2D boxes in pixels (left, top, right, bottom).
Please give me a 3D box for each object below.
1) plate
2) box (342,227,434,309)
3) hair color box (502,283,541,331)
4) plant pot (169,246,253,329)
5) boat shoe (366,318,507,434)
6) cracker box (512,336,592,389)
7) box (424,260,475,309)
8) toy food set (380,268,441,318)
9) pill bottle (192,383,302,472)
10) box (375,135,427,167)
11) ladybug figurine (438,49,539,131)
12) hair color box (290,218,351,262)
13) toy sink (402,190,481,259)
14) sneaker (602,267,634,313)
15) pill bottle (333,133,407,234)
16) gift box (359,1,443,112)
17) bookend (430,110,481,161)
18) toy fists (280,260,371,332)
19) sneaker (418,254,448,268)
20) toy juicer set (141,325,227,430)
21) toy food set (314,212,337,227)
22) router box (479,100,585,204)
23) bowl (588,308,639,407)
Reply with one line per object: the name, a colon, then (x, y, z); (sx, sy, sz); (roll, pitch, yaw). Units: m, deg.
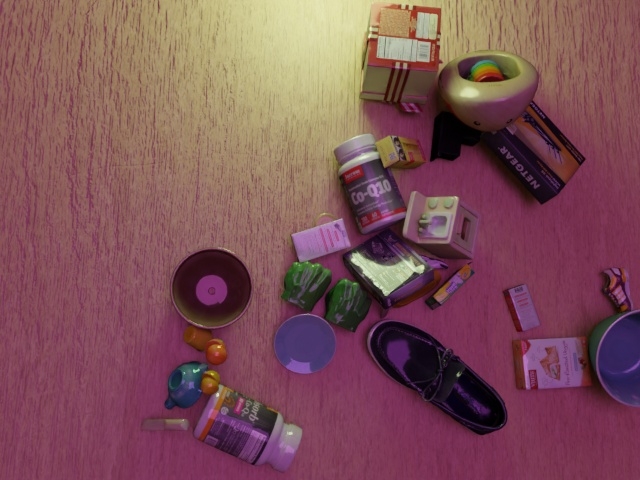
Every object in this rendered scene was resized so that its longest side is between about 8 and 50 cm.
plate: (-0.046, 0.307, 1.851); (0.188, 0.024, 0.188); (0, 101, -2)
box: (0.202, 0.081, 1.878); (0.183, 0.056, 0.231); (-29, 47, -15)
hair color box: (0.654, 0.218, 2.010); (0.071, 0.043, 0.141); (-16, 84, -13)
plant pot: (-0.316, 0.143, 1.809); (0.237, 0.110, 0.238); (2, 79, -9)
boat shoe: (0.359, 0.408, 1.866); (0.500, 0.156, 0.187); (39, 77, -1)
cracker box: (0.741, 0.392, 1.983); (0.232, 0.067, 0.156); (-2, 80, -10)
box: (0.413, 0.139, 1.947); (0.179, 0.105, 0.043); (-43, 83, -14)
toy food set: (0.265, 0.142, 1.919); (0.217, 0.128, 0.071); (-27, 62, -11)
pill bottle: (-0.202, 0.530, 1.734); (0.278, 0.162, 0.162); (26, 76, -5)
box: (0.257, -0.274, 1.943); (0.058, 0.232, 0.087); (-24, 82, 30)
ladybug figurine: (0.532, -0.480, 1.976); (0.304, 0.449, 0.162); (-1, 124, 12)
hair color box: (0.000, 0.000, 1.906); (0.167, 0.053, 0.093); (-17, 93, -4)
toy sink: (0.381, -0.046, 1.905); (0.234, 0.131, 0.153); (27, 72, -44)
sneaker: (0.991, 0.185, 2.074); (0.083, 0.069, 0.186); (-5, 80, 5)
pill bottle: (0.151, -0.174, 1.926); (0.161, 0.161, 0.283); (-20, 84, -13)
gift box: (0.265, -0.570, 1.967); (0.276, 0.258, 0.255); (10, 78, -1)
bookend: (0.457, -0.332, 2.057); (0.157, 0.072, 0.156); (9, 79, -10)
toy fists: (0.021, 0.161, 1.878); (0.279, 0.096, 0.142); (27, 89, -6)
sneaker: (0.357, 0.078, 1.987); (0.109, 0.040, 0.044); (15, 94, -4)
toy juicer set: (-0.352, 0.411, 1.720); (0.089, 0.209, 0.329); (36, 73, -43)
toy food set: (0.021, -0.046, 1.951); (0.082, 0.020, 0.083); (-21, 84, -14)
router box: (0.709, -0.308, 2.059); (0.309, 0.081, 0.243); (47, 56, 0)
bowl: (0.986, 0.353, 1.965); (0.311, 0.163, 0.312); (0, 95, -4)
